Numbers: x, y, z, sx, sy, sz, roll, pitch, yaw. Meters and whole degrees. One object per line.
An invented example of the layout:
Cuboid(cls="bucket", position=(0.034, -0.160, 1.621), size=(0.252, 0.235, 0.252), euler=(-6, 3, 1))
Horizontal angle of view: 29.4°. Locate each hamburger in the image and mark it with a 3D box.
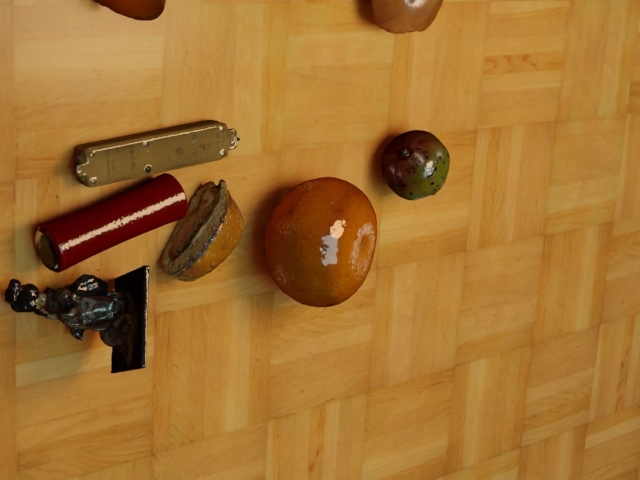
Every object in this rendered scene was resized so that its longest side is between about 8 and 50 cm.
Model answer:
Cuboid(cls="hamburger", position=(-0.172, -0.003, 1.981), size=(0.102, 0.087, 0.176), euler=(35, 77, -42))

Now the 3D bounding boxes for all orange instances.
Cuboid(cls="orange", position=(0.000, 0.000, 2.085), size=(0.224, 0.170, 0.224), euler=(-38, 135, -53))

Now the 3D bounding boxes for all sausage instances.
Cuboid(cls="sausage", position=(0.154, -0.475, 2.099), size=(0.136, 0.120, 0.241), euler=(-9, 110, -52))

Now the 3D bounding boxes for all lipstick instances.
Cuboid(cls="lipstick", position=(-0.314, -0.029, 1.849), size=(0.241, 0.080, 0.080), euler=(-26, 120, -35))

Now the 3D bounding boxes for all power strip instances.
Cuboid(cls="power strip", position=(-0.253, -0.138, 1.895), size=(0.305, 0.044, 0.064), euler=(-16, 114, -37))

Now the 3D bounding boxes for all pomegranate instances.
Cuboid(cls="pomegranate", position=(0.175, -0.138, 2.239), size=(0.159, 0.129, 0.130), euler=(-3, 111, -85))

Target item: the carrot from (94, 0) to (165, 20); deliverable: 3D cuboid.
Cuboid(cls="carrot", position=(-0.259, -0.451, 1.734), size=(0.159, 0.159, 0.225), euler=(35, 66, -43))

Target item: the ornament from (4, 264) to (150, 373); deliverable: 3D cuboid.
Cuboid(cls="ornament", position=(-0.373, 0.112, 1.814), size=(0.196, 0.166, 0.153), euler=(8, 77, -25))
